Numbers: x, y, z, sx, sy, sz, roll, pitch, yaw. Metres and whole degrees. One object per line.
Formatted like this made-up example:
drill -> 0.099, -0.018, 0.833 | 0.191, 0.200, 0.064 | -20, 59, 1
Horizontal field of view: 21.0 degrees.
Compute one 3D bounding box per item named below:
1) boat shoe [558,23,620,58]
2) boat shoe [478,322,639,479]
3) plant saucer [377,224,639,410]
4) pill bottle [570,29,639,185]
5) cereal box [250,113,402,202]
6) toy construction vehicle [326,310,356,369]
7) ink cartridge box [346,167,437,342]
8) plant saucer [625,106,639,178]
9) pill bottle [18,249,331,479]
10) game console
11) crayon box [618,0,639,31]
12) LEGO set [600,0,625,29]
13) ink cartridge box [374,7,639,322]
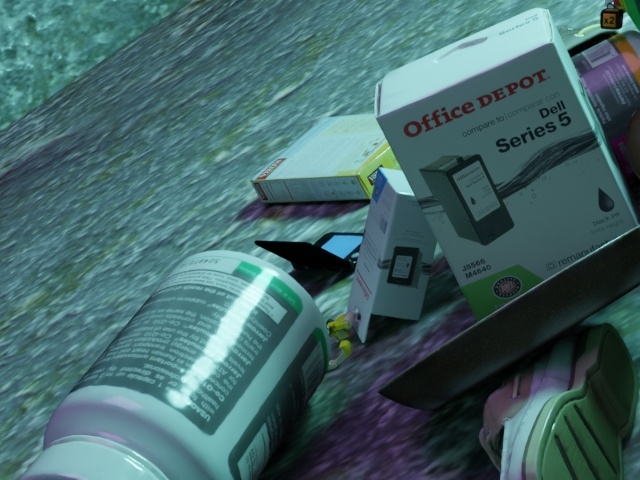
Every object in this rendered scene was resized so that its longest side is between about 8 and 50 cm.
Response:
boat shoe -> 0.291, -0.183, 2.150 | 0.097, 0.116, 0.324 | -17, 18, 35
boat shoe -> 0.195, 0.173, 1.475 | 0.103, 0.113, 0.302 | -22, 10, 26
plant saucer -> 0.197, 0.078, 1.613 | 0.311, 0.050, 0.310 | -32, -6, -4
pill bottle -> 0.267, -0.109, 1.945 | 0.278, 0.162, 0.162 | -27, 21, 6
cereal box -> 0.036, -0.117, 2.398 | 0.173, 0.047, 0.240 | -42, 24, -31
toy construction vehicle -> -0.003, 0.121, 1.934 | 0.098, 0.035, 0.086 | -24, 16, 20
ink cartridge box -> 0.083, 0.020, 1.934 | 0.060, 0.180, 0.104 | 8, 17, -13
plant saucer -> 0.417, -0.108, 1.782 | 0.199, 0.036, 0.198 | -2, 49, 2
pill bottle -> -0.148, 0.185, 1.726 | 0.204, 0.204, 0.361 | -13, 26, 35
game console -> 0.000, 0.000, 2.145 | 0.107, 0.071, 0.122 | -41, 25, -29
crayon box -> 0.504, -0.305, 1.835 | 0.363, 0.106, 0.313 | -17, 58, -13
LEGO set -> 0.423, -0.269, 1.943 | 0.244, 0.060, 0.182 | -3, 16, -6
ink cartridge box -> 0.200, -0.072, 1.784 | 0.198, 0.273, 0.115 | -23, 22, 14
